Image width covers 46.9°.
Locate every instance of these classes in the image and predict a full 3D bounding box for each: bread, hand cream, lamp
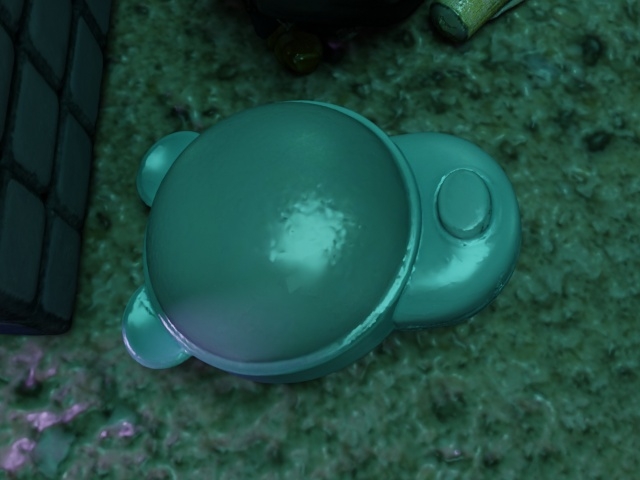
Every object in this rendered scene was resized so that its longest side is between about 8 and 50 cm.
[{"bbox_3d":[-0.032,-0.184,0.646,0.049,0.033,0.088,-18,72,-43],"label":"bread"},{"bbox_3d":[0.175,-0.255,0.657,0.084,0.084,0.203,42,80,10],"label":"hand cream"},{"bbox_3d":[-0.002,-0.004,0.534,0.284,0.147,0.209,2,70,-3],"label":"lamp"}]

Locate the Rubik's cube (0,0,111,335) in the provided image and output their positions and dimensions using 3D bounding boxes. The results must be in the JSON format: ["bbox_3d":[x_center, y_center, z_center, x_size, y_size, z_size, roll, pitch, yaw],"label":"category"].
[{"bbox_3d":[-0.348,-0.129,0.458,0.337,0.344,0.344,2,75,-1],"label":"Rubik's cube"}]

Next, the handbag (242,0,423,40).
[{"bbox_3d":[0.000,-0.253,0.565,0.181,0.181,0.254,47,33,17],"label":"handbag"}]
